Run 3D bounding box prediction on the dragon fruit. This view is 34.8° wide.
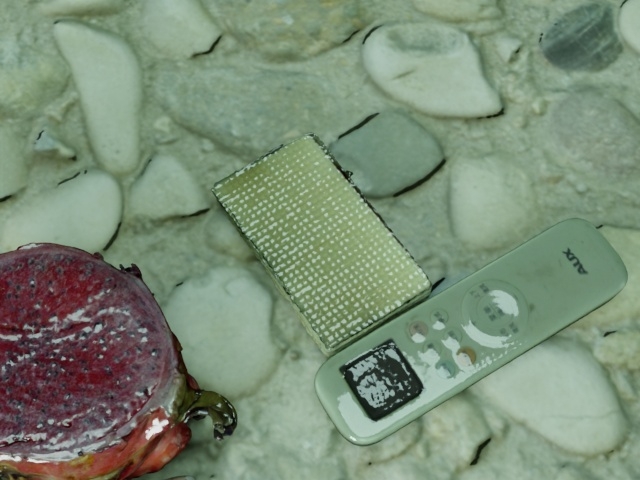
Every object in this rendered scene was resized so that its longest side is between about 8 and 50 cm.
[{"bbox_3d":[-0.205,0.128,0.836,0.282,0.147,0.211,20,57,4],"label":"dragon fruit"}]

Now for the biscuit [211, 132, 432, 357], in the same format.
[{"bbox_3d":[0.000,0.000,0.950,0.121,0.040,0.199,-31,69,-13],"label":"biscuit"}]

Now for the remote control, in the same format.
[{"bbox_3d":[0.137,0.080,0.921,0.309,0.038,0.090,-28,70,-14],"label":"remote control"}]

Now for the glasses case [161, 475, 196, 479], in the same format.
[{"bbox_3d":[-0.171,0.236,0.819,0.164,0.063,0.041,-26,72,-13],"label":"glasses case"}]
